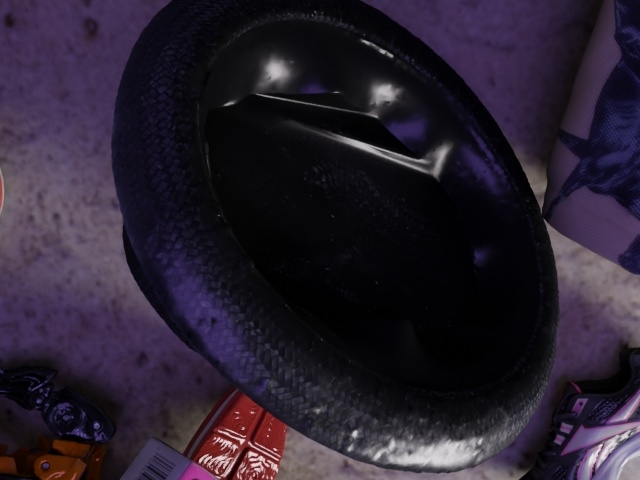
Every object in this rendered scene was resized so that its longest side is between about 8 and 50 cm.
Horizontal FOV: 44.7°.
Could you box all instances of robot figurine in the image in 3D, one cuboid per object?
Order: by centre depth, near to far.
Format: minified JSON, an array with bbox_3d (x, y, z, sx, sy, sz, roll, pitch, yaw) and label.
[{"bbox_3d":[-0.295,0.191,0.585,0.291,0.085,0.211,10,76,-4],"label":"robot figurine"}]

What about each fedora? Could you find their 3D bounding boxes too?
[{"bbox_3d":[0.000,0.000,0.500,0.152,0.334,0.334,-27,108,44],"label":"fedora"}]

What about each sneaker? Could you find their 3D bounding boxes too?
[{"bbox_3d":[-0.121,0.202,0.613,0.087,0.128,0.221,44,65,-36],"label":"sneaker"},{"bbox_3d":[0.208,0.151,0.618,0.178,0.072,0.077,-41,91,2],"label":"sneaker"}]

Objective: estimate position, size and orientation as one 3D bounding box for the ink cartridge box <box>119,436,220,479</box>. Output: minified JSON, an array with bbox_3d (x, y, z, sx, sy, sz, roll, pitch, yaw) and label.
[{"bbox_3d":[-0.042,0.316,0.564,0.176,0.069,0.371,-54,125,-21],"label":"ink cartridge box"}]

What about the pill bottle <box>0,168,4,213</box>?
[{"bbox_3d":[-0.292,-0.014,0.474,0.124,0.221,0.124,0,106,0],"label":"pill bottle"}]

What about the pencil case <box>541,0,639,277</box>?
[{"bbox_3d":[0.260,-0.159,0.466,0.183,0.160,0.410,-6,115,-43],"label":"pencil case"}]
